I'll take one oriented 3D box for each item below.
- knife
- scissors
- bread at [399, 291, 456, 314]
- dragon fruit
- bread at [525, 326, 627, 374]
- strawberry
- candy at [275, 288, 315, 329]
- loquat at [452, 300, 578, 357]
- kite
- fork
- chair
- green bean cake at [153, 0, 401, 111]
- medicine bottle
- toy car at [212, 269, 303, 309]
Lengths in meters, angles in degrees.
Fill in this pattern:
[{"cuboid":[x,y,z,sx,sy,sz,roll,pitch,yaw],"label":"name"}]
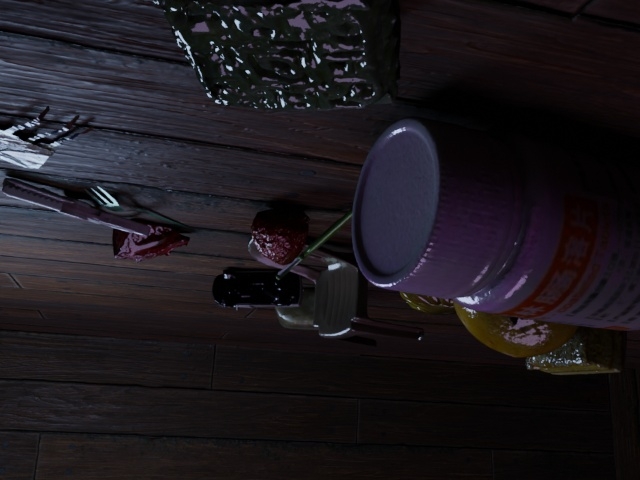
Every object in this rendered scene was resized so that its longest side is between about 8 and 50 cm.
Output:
[{"cuboid":[0.001,0.001,1.162,0.212,0.015,0.054,-42,176,34],"label":"knife"},{"cuboid":[-0.398,-0.051,1.120,0.118,0.030,0.242,10,171,46],"label":"scissors"},{"cuboid":[0.271,0.105,1.473,0.213,0.104,0.213,5,163,2],"label":"bread"},{"cuboid":[-0.317,0.010,1.286,0.131,0.063,0.097,12,162,-32],"label":"dragon fruit"},{"cuboid":[0.479,0.132,1.292,0.110,0.234,0.184,10,163,-20],"label":"bread"},{"cuboid":[-0.067,-0.007,1.130,0.106,0.106,0.106,2,164,1],"label":"strawberry"},{"cuboid":[0.001,0.178,1.771,0.234,0.102,0.104,-3,164,14],"label":"candy"},{"cuboid":[0.341,0.090,1.187,0.244,0.244,0.244,2,164,1],"label":"loquat"},{"cuboid":[-0.386,-0.131,0.888,0.229,0.016,0.127,-11,162,42],"label":"kite"},{"cuboid":[-0.302,-0.044,1.171,0.039,0.021,0.235,-3,163,30],"label":"fork"},{"cuboid":[0.022,0.096,1.329,0.326,0.183,0.175,10,162,-30],"label":"chair"},{"cuboid":[-0.023,-0.172,0.540,0.173,0.094,0.181,1,163,7],"label":"green bean cake"},{"cuboid":[0.250,-0.016,0.829,0.388,0.219,0.219,10,162,-25],"label":"medicine bottle"},{"cuboid":[-0.144,0.117,1.603,0.210,0.089,0.108,-1,169,1],"label":"toy car"}]
